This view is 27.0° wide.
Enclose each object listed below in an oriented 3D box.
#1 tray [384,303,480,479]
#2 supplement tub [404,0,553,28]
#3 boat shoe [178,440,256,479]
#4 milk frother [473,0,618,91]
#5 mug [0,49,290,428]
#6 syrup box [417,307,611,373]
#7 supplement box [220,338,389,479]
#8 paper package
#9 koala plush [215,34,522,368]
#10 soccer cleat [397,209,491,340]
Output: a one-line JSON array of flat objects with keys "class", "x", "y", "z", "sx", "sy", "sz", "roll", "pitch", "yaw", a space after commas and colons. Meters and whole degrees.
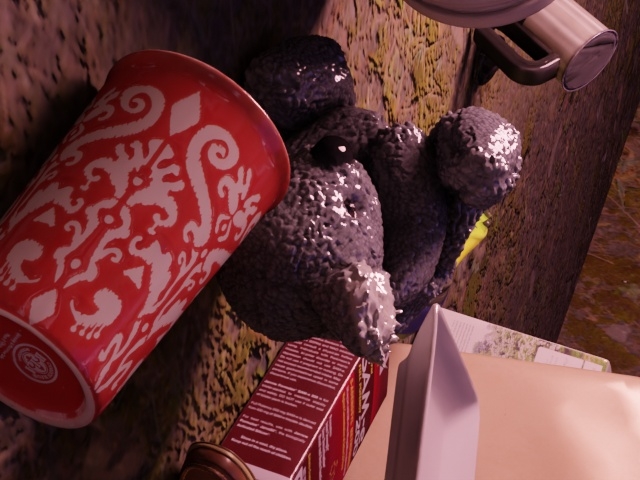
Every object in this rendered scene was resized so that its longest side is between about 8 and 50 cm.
[{"class": "tray", "x": 0.059, "y": 0.187, "z": 0.791, "sx": 0.145, "sy": 0.030, "sz": 0.270, "roll": 61, "pitch": 33, "yaw": -53}, {"class": "supplement tub", "x": 0.096, "y": -0.274, "z": 0.893, "sx": 0.272, "sy": 0.191, "sz": 0.191, "roll": 51, "pitch": 57, "yaw": -70}, {"class": "boat shoe", "x": -0.083, "y": 0.225, "z": 1.002, "sx": 0.060, "sy": 0.064, "sz": 0.178, "roll": -58, "pitch": 160, "yaw": -46}, {"class": "milk frother", "x": 0.246, "y": -0.214, "z": 1.522, "sx": 0.129, "sy": 0.135, "sz": 0.143, "roll": -39, "pitch": 153, "yaw": -6}, {"class": "mug", "x": -0.102, "y": 0.013, "z": 0.675, "sx": 0.169, "sy": 0.113, "sz": 0.150, "roll": -57, "pitch": 155, "yaw": -36}, {"class": "syrup box", "x": 0.231, "y": 0.165, "z": 1.649, "sx": 0.096, "sy": 0.236, "sz": 0.093, "roll": 54, "pitch": 55, "yaw": -68}, {"class": "supplement box", "x": -0.012, "y": 0.162, "z": 1.157, "sx": 0.239, "sy": 0.073, "sz": 0.130, "roll": -58, "pitch": 156, "yaw": -45}, {"class": "paper package", "x": 0.173, "y": 0.281, "z": 1.363, "sx": 0.168, "sy": 0.324, "sz": 0.310, "roll": 85, "pitch": 16, "yaw": -54}, {"class": "koala plush", "x": 0.000, "y": 0.000, "z": 0.862, "sx": 0.203, "sy": 0.196, "sz": 0.221, "roll": -69, "pitch": 170, "yaw": 22}, {"class": "soccer cleat", "x": 0.102, "y": 0.016, "z": 1.408, "sx": 0.121, "sy": 0.093, "sz": 0.289, "roll": -48, "pitch": -178, "yaw": 29}]
